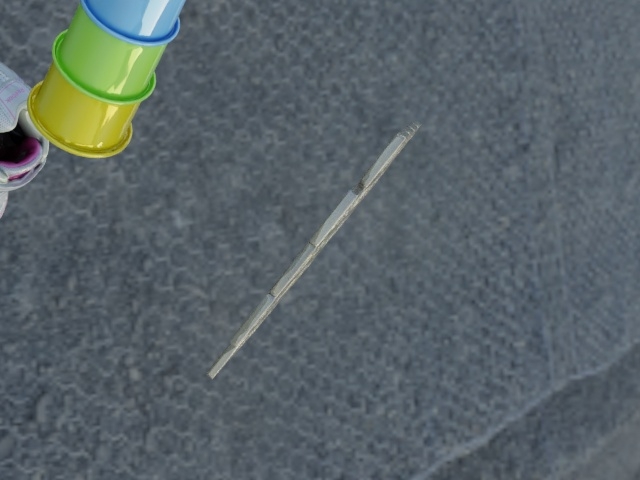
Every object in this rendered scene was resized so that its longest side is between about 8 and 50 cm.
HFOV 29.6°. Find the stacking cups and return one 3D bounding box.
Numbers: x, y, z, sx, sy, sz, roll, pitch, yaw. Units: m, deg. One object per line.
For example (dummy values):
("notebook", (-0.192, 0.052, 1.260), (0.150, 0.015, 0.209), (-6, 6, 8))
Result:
("stacking cups", (-0.135, -0.206, 0.952), (0.096, 0.316, 0.096), (21, 39, -19))

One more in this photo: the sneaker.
("sneaker", (-0.328, -0.080, 1.184), (0.103, 0.111, 0.252), (-47, 166, -32))

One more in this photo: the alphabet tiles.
("alphabet tiles", (0.000, 0.000, 1.197), (0.011, 0.285, 0.342), (39, 12, 1))
